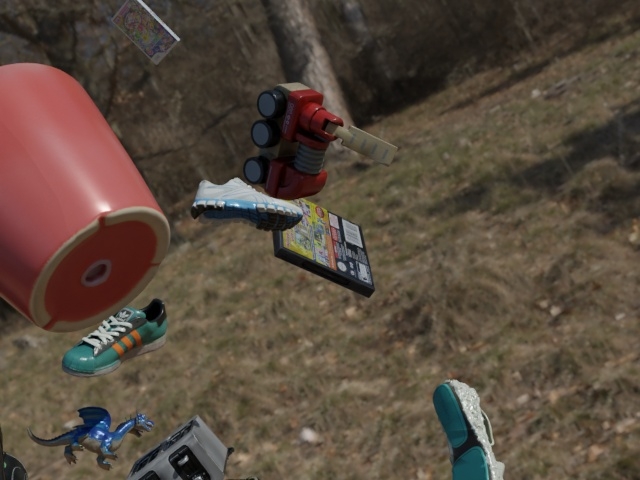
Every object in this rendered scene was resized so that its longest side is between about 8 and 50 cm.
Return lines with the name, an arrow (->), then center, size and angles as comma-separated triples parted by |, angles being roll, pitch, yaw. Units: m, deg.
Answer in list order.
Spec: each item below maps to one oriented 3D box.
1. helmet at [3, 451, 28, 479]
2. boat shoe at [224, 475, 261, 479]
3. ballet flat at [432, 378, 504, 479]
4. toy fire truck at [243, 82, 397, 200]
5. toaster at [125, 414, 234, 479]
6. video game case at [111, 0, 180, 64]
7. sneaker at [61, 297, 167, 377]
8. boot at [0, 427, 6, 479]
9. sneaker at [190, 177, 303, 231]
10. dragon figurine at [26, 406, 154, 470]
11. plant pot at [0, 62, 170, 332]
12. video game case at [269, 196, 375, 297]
helmet -> -0.601, 0.476, 1.621 | 0.169, 0.169, 0.162 | -31, 26, 15
boat shoe -> -0.135, 0.503, 1.839 | 0.152, 0.056, 0.049 | 7, -76, -42
ballet flat -> 0.400, 0.535, 2.314 | 0.146, 0.409, 0.147 | -7, -37, -5
toy fire truck -> 0.000, -0.172, 1.782 | 0.158, 0.246, 0.217 | -15, -52, -48
toaster -> -0.262, 0.429, 1.712 | 0.168, 0.110, 0.186 | -37, 5, 1
video game case -> -0.338, -0.407, 1.758 | 0.087, 0.122, 0.011 | -33, 18, 43
sneaker -> -0.470, 0.214, 2.086 | 0.302, 0.108, 0.121 | -24, -52, -55
boot -> -0.456, 0.338, 1.160 | 0.118, 0.338, 0.223 | -20, 23, -8
sneaker -> -0.121, -0.069, 1.545 | 0.190, 0.083, 0.071 | 9, -36, -10
dragon figurine -> -0.544, 0.452, 2.152 | 0.289, 0.144, 0.085 | 14, -49, -16
plant pot -> -0.331, -0.037, 1.107 | 0.275, 0.243, 0.275 | -36, -25, -20
video game case -> 0.000, 0.000, 2.119 | 0.035, 0.248, 0.275 | -55, 22, 25
